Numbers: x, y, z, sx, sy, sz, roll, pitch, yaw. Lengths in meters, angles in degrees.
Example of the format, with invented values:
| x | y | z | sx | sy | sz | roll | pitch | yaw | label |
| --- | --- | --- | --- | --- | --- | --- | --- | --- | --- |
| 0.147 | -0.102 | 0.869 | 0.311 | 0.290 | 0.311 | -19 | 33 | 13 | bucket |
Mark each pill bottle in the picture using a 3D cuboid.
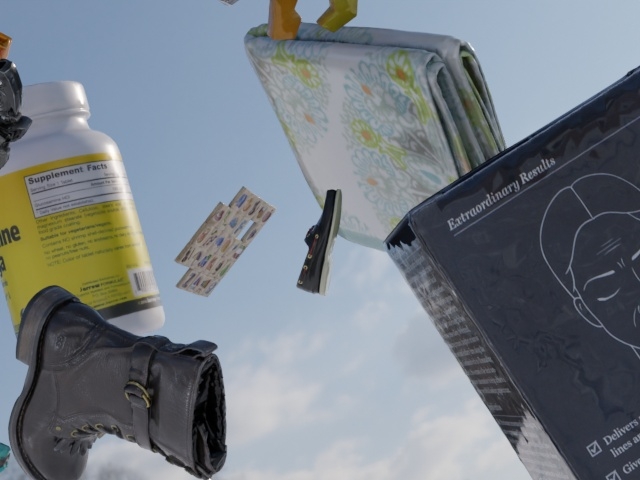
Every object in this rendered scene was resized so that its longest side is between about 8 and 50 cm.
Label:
| x | y | z | sx | sy | sz | roll | pitch | yaw | label |
| --- | --- | --- | --- | --- | --- | --- | --- | --- | --- |
| -0.329 | -0.024 | 1.501 | 0.188 | 0.333 | 0.188 | -16 | -2 | -1 | pill bottle |

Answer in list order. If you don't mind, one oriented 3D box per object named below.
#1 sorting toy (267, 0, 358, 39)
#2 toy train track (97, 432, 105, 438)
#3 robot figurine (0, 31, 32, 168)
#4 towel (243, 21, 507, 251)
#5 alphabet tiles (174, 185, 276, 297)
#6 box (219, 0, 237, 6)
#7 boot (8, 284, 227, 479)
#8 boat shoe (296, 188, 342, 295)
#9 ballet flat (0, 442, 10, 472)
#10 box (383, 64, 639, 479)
| x | y | z | sx | sy | sz | roll | pitch | yaw | label |
| --- | --- | --- | --- | --- | --- | --- | --- | --- | --- |
| 0.028 | -0.374 | 1.314 | 0.229 | 0.041 | 0.307 | -7 | -60 | -23 | sorting toy |
| -0.254 | 0.194 | 1.273 | 0.048 | 0.014 | 0.083 | -40 | 30 | -19 | toy train track |
| -0.389 | -0.131 | 1.150 | 0.211 | 0.085 | 0.291 | 30 | -43 | -8 | robot figurine |
| 0.085 | -0.122 | 1.478 | 0.090 | 0.320 | 0.374 | -40 | 33 | -27 | towel |
| -0.165 | 0.004 | 1.937 | 0.198 | 0.009 | 0.237 | -52 | -15 | 1 | alphabet tiles |
| -0.072 | -0.574 | 2.031 | 0.076 | 0.307 | 0.242 | 34 | -22 | -22 | box |
| -0.192 | 0.179 | 1.148 | 0.091 | 0.229 | 0.263 | -36 | -40 | -47 | boot |
| 0.000 | 0.000 | 1.431 | 0.042 | 0.133 | 0.049 | 13 | 8 | 11 | boat shoe |
| -0.356 | 0.166 | 0.910 | 0.247 | 0.087 | 0.083 | -17 | 1 | 21 | ballet flat |
| 0.295 | 0.076 | 1.169 | 0.294 | 0.395 | 0.212 | -32 | -4 | -8 | box |
